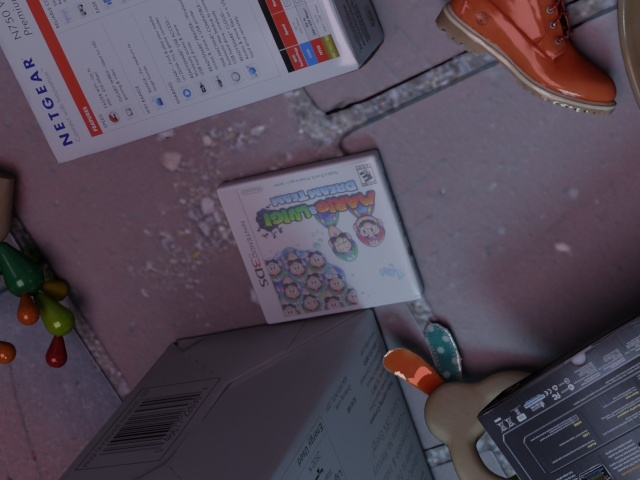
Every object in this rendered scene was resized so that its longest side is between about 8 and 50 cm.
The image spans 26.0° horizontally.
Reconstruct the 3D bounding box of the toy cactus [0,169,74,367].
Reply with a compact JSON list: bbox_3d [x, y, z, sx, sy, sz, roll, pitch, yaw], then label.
[{"bbox_3d":[-0.327,0.020,1.336,0.219,0.112,0.181,21,102,11],"label":"toy cactus"}]

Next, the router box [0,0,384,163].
[{"bbox_3d":[-0.149,-0.261,1.129,0.301,0.082,0.335,-14,110,24],"label":"router box"}]

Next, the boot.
[{"bbox_3d":[0.176,-0.162,1.085,0.158,0.059,0.085,34,116,1],"label":"boot"}]

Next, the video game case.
[{"bbox_3d":[0.000,0.000,1.246,0.157,0.019,0.143,-11,112,23],"label":"video game case"}]

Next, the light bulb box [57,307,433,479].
[{"bbox_3d":[-0.044,0.309,1.219,0.225,0.358,0.361,-11,110,25],"label":"light bulb box"}]

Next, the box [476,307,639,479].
[{"bbox_3d":[0.264,0.154,1.096,0.231,0.056,0.183,-39,85,37],"label":"box"}]

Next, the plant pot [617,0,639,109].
[{"bbox_3d":[0.325,-0.133,0.988,0.109,0.237,0.237,-23,112,-16],"label":"plant pot"}]

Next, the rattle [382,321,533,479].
[{"bbox_3d":[0.155,0.171,1.274,0.199,0.143,0.130,27,89,21],"label":"rattle"}]
